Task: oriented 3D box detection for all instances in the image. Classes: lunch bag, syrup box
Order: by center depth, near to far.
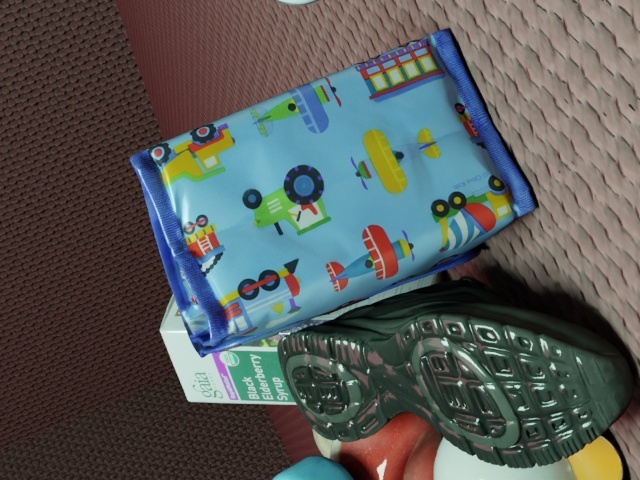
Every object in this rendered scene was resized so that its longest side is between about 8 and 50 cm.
[{"bbox_3d":[0.000,0.000,0.926,0.293,0.220,0.138,101,145,-74],"label":"lunch bag"},{"bbox_3d":[-0.009,0.081,1.116,0.096,0.236,0.093,-71,-26,-47],"label":"syrup box"}]

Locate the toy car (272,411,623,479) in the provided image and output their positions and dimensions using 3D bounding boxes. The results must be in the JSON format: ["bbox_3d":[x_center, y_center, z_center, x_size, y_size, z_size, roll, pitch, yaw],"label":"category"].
[{"bbox_3d":[0.127,0.195,0.916,0.238,0.219,0.210,-25,88,53],"label":"toy car"}]

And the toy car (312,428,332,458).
[{"bbox_3d":[0.089,0.167,1.258,0.188,0.149,0.155,15,-130,-64],"label":"toy car"}]

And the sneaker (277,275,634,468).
[{"bbox_3d":[0.096,0.071,0.859,0.286,0.130,0.109,1,115,50],"label":"sneaker"}]

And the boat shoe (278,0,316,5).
[{"bbox_3d":[-0.033,-0.251,0.969,0.084,0.095,0.258,72,-179,-51],"label":"boat shoe"}]
